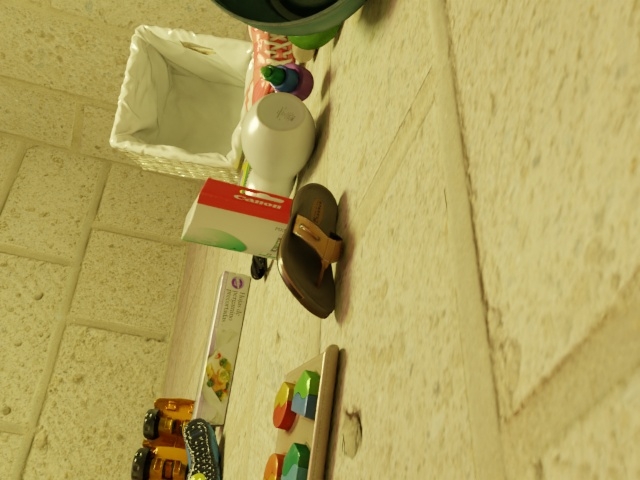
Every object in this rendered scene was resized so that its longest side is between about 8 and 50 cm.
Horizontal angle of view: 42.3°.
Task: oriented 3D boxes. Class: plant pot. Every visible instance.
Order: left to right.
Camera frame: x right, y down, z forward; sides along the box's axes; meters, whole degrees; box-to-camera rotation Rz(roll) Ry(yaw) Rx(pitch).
[{"bbox_3d":[-0.029,-0.427,1.216,0.196,0.293,0.293,19,-97,-76],"label":"plant pot"}]

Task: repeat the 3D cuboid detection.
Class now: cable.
[{"bbox_3d":[-0.116,-0.012,1.617,0.150,0.047,0.184,149,133,-73],"label":"cable"}]

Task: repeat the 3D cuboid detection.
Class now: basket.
[{"bbox_3d":[-0.320,-0.337,2.124,0.266,0.328,0.331,73,-153,-81],"label":"basket"}]

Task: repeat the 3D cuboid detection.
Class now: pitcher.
[{"bbox_3d":[-0.066,-0.178,1.437,0.207,0.125,0.178,102,-170,-60],"label":"pitcher"}]

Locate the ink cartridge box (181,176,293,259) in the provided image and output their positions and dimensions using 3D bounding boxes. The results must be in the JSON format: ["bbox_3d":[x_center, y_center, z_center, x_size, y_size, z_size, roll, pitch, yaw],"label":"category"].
[{"bbox_3d":[-0.116,-0.027,1.320,0.225,0.181,0.056,148,134,-71],"label":"ink cartridge box"}]

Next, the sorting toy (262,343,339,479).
[{"bbox_3d":[-0.030,0.236,0.991,0.208,0.038,0.193,129,152,-64],"label":"sorting toy"}]

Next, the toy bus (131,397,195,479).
[{"bbox_3d":[-0.316,0.485,1.827,0.211,0.149,0.220,93,-176,-57],"label":"toy bus"}]

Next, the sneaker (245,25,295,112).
[{"bbox_3d":[-0.087,-0.375,1.747,0.136,0.116,0.314,-121,31,-57],"label":"sneaker"}]

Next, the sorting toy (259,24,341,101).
[{"bbox_3d":[-0.035,-0.425,1.401,0.127,0.126,0.365,17,94,34],"label":"sorting toy"}]

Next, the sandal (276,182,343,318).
[{"bbox_3d":[0.000,0.000,1.054,0.060,0.090,0.219,-38,28,36],"label":"sandal"}]

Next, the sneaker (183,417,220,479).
[{"bbox_3d":[-0.219,0.446,1.596,0.209,0.069,0.082,-105,-6,-47],"label":"sneaker"}]

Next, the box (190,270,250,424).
[{"bbox_3d":[-0.209,0.227,1.743,0.067,0.063,0.324,136,146,-65],"label":"box"}]

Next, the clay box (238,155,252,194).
[{"bbox_3d":[-0.166,-0.133,1.954,0.127,0.053,0.222,153,129,-76],"label":"clay box"}]

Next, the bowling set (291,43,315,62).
[{"bbox_3d":[-0.064,-0.507,1.583,0.154,0.200,0.287,-89,20,-53],"label":"bowling set"}]
